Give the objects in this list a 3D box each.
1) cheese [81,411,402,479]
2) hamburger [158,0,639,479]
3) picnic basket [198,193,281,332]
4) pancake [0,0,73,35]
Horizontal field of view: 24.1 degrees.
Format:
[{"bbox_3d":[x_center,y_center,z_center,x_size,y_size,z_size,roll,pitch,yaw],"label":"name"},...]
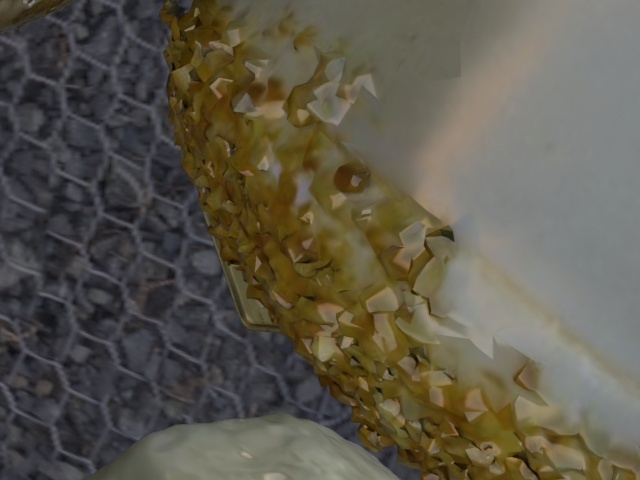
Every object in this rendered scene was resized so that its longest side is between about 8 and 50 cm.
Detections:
[{"bbox_3d":[-0.081,0.232,0.869,0.318,0.115,0.326,-38,148,-2],"label":"cheese"},{"bbox_3d":[0.091,-0.001,0.435,0.294,0.276,0.179,25,106,-28],"label":"hamburger"},{"bbox_3d":[0.000,0.000,1.024,0.079,0.164,0.115,-26,108,-33],"label":"picnic basket"},{"bbox_3d":[-0.056,-0.163,0.601,0.382,0.382,0.071,-36,101,-22],"label":"pancake"}]
